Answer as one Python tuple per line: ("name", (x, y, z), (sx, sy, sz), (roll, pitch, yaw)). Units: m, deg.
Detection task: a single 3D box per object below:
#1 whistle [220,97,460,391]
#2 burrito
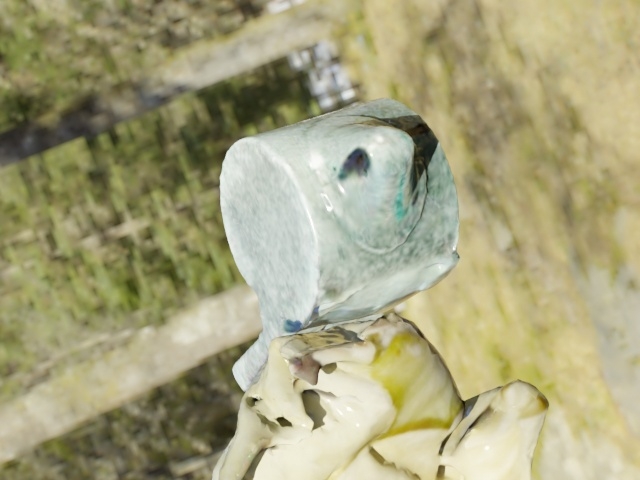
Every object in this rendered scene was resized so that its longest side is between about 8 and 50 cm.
("whistle", (0.014, 0.028, 1.548), (0.188, 0.168, 0.405), (45, 143, 40))
("burrito", (-0.006, 0.205, 0.850), (0.135, 0.190, 0.332), (-3, 66, 66))
